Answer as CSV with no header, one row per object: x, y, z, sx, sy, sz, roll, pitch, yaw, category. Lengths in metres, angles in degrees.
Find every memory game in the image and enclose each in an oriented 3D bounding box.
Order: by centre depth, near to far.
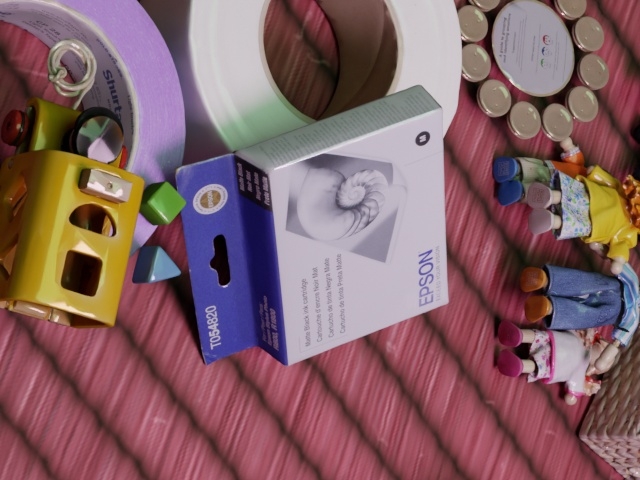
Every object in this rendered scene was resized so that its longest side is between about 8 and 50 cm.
0.205,-0.184,1.791,0.186,0.012,0.186,7,75,-29,memory game

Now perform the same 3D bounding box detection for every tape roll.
-0.246,-0.092,1.454,0.275,0.090,0.275,3,85,-34,tape roll
-0.016,-0.166,1.606,0.286,0.100,0.286,2,86,-33,tape roll

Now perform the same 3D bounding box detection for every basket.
0.343,0.152,1.818,0.103,0.113,0.167,36,68,-22,basket

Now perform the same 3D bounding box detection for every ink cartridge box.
0.000,0.000,1.541,0.224,0.045,0.223,-20,133,-16,ink cartridge box

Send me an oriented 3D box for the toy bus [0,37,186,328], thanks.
-0.183,-0.032,1.376,0.191,0.104,0.202,-36,107,-30,toy bus

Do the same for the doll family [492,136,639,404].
0.266,0.027,1.768,0.163,0.118,0.263,3,85,-34,doll family

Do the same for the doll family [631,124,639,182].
0.355,-0.090,1.868,0.111,0.076,0.193,12,76,-28,doll family
